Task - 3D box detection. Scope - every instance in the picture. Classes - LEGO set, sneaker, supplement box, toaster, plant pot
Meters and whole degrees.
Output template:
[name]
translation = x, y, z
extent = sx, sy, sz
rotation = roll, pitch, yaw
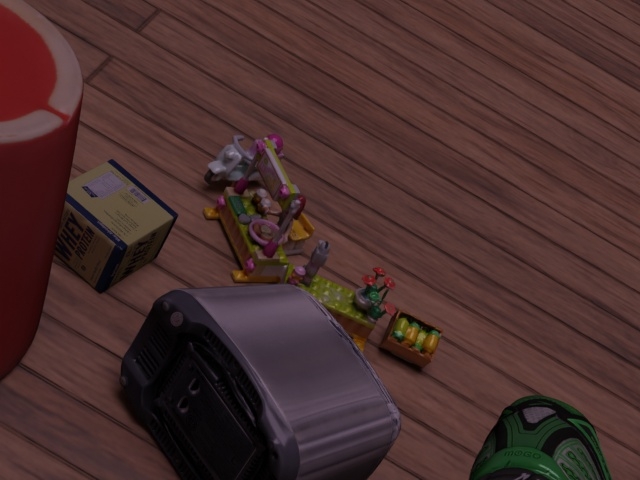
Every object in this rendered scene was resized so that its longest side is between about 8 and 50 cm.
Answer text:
[LEGO set]
translation = 0.000, 0.000, 1.362
extent = 0.287, 0.107, 0.132
rotation = 46, 39, 20
[sneaker]
translation = 0.175, 0.254, 1.015
extent = 0.134, 0.343, 0.146
rotation = 5, 38, 23
[supplement box]
translation = -0.186, -0.014, 1.292
extent = 0.083, 0.056, 0.083
rotation = 39, 37, 12
[toaster]
translation = -0.039, 0.131, 1.166
extent = 0.146, 0.129, 0.227
rotation = -10, 51, -44
[plant pot]
translation = -0.305, -0.052, 1.100
extent = 0.275, 0.243, 0.275
rotation = 19, 37, -15
